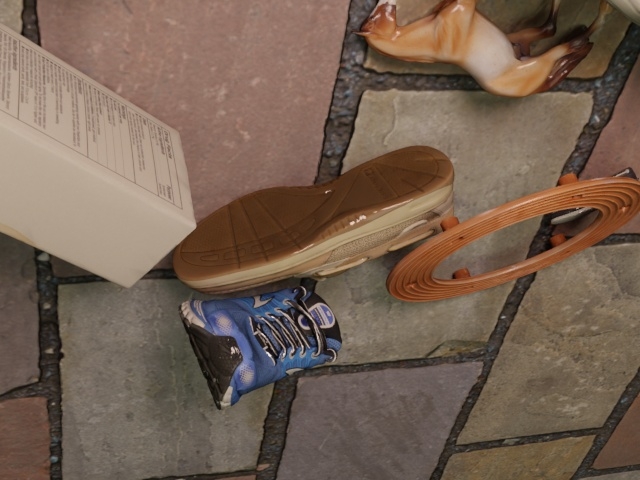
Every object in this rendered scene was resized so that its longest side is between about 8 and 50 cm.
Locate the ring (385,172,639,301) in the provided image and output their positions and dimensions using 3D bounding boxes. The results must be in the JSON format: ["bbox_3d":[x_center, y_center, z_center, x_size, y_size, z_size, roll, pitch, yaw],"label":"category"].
[{"bbox_3d":[0.239,-0.002,1.072,0.337,0.032,0.336,-17,161,-6],"label":"ring"}]

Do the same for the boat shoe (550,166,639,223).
[{"bbox_3d":[0.359,-0.058,1.134,0.125,0.038,0.046,-24,169,11],"label":"boat shoe"}]

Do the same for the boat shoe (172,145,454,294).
[{"bbox_3d":[0.000,0.000,1.006,0.341,0.121,0.110,-18,135,-3],"label":"boat shoe"}]

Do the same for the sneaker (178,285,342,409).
[{"bbox_3d":[-0.060,0.103,1.000,0.147,0.129,0.330,-23,177,7],"label":"sneaker"}]

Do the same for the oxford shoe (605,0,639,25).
[{"bbox_3d":[0.322,-0.278,0.817,0.450,0.169,0.130,12,131,-38],"label":"oxford shoe"}]

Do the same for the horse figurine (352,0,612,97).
[{"bbox_3d":[0.187,-0.219,0.897,0.263,0.066,0.174,22,117,-32],"label":"horse figurine"}]

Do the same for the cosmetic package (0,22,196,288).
[{"bbox_3d":[-0.274,-0.095,0.792,0.113,0.160,0.309,-40,132,21],"label":"cosmetic package"}]
